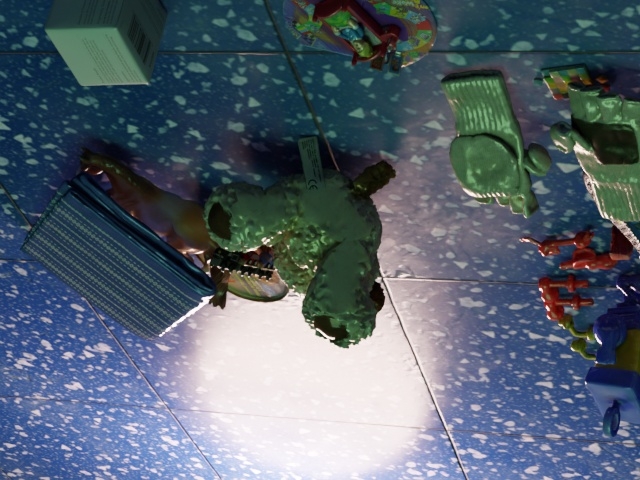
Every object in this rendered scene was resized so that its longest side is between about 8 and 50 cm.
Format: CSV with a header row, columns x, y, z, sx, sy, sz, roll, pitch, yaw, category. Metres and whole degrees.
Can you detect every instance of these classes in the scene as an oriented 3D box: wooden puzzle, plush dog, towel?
x,y,z,sx,sy,sz,roll,pitch,yaw,category
0.271,-0.172,1.682,0.083,0.006,0.049,-5,146,28,wooden puzzle
0.000,0.000,1.959,0.262,0.210,0.225,42,165,5,plush dog
-0.279,0.030,2.109,0.243,0.040,0.336,39,156,-8,towel

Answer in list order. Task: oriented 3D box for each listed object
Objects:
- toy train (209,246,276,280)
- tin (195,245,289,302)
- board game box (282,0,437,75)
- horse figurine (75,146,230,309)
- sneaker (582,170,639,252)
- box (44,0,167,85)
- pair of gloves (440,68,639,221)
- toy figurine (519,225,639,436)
x,y,z,sx,sy,sz,roll,pitch,yaw,category
-0.098,0.028,2.031,0.027,0.036,0.158,22,-178,25,toy train
-0.109,0.025,2.146,0.106,0.040,0.190,-6,146,22,tin
0.039,-0.223,1.657,0.168,0.033,0.133,12,151,0,board game box
-0.212,-0.020,2.045,0.263,0.066,0.174,34,147,0,horse figurine
0.392,-0.033,1.836,0.209,0.082,0.069,44,-178,-22,sneaker
-0.229,-0.235,1.672,0.087,0.102,0.101,0,149,18,box
0.255,-0.097,1.727,0.240,0.042,0.204,7,137,22,pair of gloves
0.373,0.166,2.017,0.191,0.217,0.362,-1,148,22,toy figurine
